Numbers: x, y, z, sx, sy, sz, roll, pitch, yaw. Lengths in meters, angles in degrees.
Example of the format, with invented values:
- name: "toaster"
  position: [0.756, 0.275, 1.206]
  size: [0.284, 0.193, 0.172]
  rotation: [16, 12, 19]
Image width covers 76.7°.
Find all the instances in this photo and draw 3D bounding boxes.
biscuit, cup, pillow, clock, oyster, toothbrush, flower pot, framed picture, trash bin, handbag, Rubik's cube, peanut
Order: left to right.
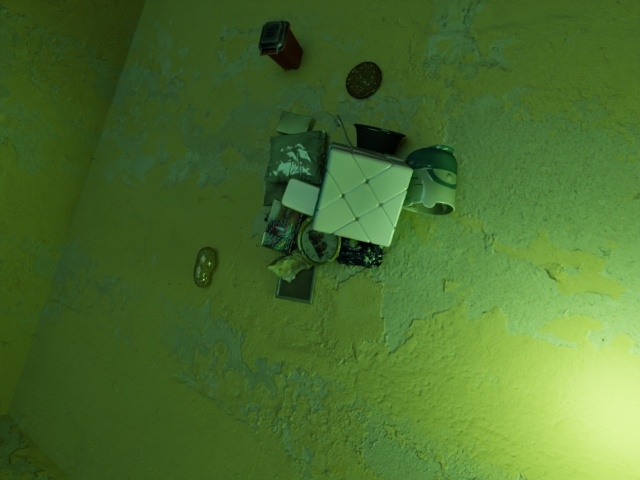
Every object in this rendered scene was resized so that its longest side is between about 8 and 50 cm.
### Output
- name: "peanut"
  position: [-0.631, 0.145, 2.203]
  size: [0.108, 0.095, 0.226]
  rotation: [14, 88, 26]
- name: "pillow"
  position: [-0.218, -0.281, 2.070]
  size: [0.148, 0.050, 0.230]
  rotation: [-6, 60, 18]
- name: "trash bin"
  position: [-0.201, -0.997, 2.114]
  size: [0.161, 0.238, 0.185]
  rotation: [9, 82, 26]
- name: "oyster"
  position: [-0.129, 0.103, 1.917]
  size: [0.232, 0.161, 0.108]
  rotation: [-21, 55, 15]
- name: "biscuit"
  position: [-0.133, -0.600, 2.115]
  size: [0.199, 0.040, 0.122]
  rotation: [22, 89, 28]
- name: "pillow"
  position: [-0.125, -0.403, 1.997]
  size: [0.309, 0.138, 0.284]
  rotation: [-1, 73, 13]
- name: "framed picture"
  position: [-0.111, 0.160, 1.970]
  size: [0.216, 0.017, 0.275]
  rotation: [8, 84, 28]
- name: "clock"
  position: [0.000, 0.000, 1.818]
  size: [0.236, 0.057, 0.238]
  rotation: [-1, 88, 34]
- name: "toothbrush"
  position: [0.126, -0.484, 1.964]
  size: [0.029, 0.025, 0.308]
  rotation: [-33, 66, 28]
- name: "handbag"
  position: [0.163, 0.036, 1.795]
  size: [0.259, 0.113, 0.162]
  rotation: [6, 88, 33]
- name: "Rubik's cube"
  position: [0.155, -0.197, 1.627]
  size: [0.317, 0.316, 0.323]
  rotation: [13, 110, -3]
- name: "biscuit"
  position: [0.210, -0.782, 1.975]
  size: [0.187, 0.027, 0.188]
  rotation: [-6, 78, 28]
- name: "flower pot"
  position: [0.246, -0.423, 1.798]
  size: [0.235, 0.235, 0.148]
  rotation: [23, 110, 29]
- name: "cup"
  position: [0.422, -0.232, 1.668]
  size: [0.289, 0.219, 0.258]
  rotation: [-6, 75, 60]

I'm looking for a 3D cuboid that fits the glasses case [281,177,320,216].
- name: "glasses case"
  position: [-0.006, -0.168, 1.874]
  size: [0.335, 0.076, 0.144]
  rotation: [23, 90, 5]

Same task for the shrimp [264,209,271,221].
- name: "shrimp"
  position: [-0.189, -0.135, 2.053]
  size: [0.219, 0.046, 0.152]
  rotation: [-37, 63, 17]

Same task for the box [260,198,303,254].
- name: "box"
  position: [-0.181, -0.066, 1.964]
  size: [0.159, 0.071, 0.241]
  rotation: [16, 93, 0]
